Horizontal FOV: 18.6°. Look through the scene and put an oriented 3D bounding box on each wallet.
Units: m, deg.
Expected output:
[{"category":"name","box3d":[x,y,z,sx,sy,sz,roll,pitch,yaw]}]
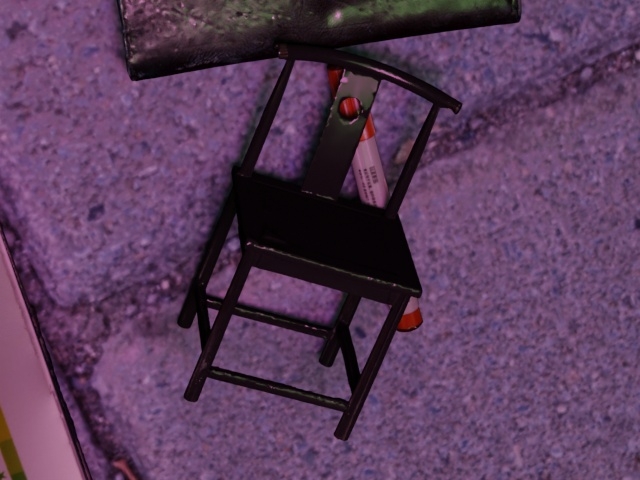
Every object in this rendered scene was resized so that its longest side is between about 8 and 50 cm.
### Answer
[{"category":"wallet","box3d":[-0.003,-0.224,1.486,0.318,0.045,0.172,-11,115,-11]}]

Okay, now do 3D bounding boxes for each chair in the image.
[{"category":"chair","box3d":[0.000,0.000,1.500,0.154,0.141,0.260,16,114,-15]}]

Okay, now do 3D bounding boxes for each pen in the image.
[{"category":"pen","box3d":[0.044,-0.034,1.577,0.028,0.028,0.239,-19,113,-8]}]

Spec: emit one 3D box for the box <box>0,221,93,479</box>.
[{"category":"box","box3d":[-0.269,0.112,1.467,0.145,0.173,0.333,-20,113,-9]}]
